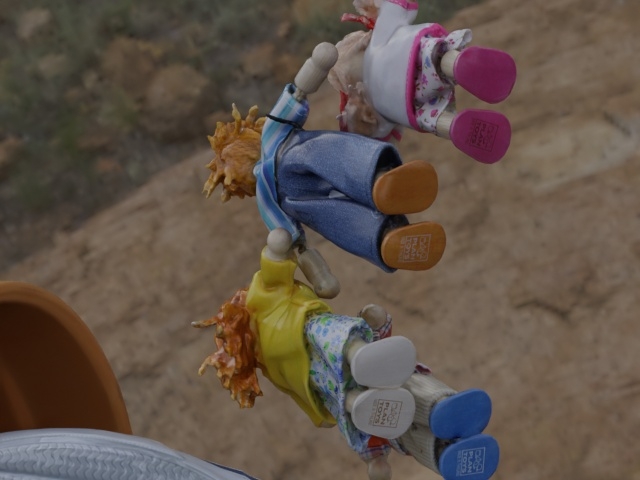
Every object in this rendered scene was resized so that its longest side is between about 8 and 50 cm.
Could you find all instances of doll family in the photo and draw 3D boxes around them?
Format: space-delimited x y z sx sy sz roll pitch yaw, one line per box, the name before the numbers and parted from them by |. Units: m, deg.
doll family | 0.000 0.000 0.819 0.118 0.263 0.163 -4 13 -29

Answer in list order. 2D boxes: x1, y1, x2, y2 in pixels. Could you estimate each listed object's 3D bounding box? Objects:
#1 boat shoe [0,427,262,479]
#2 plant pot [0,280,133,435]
boat shoe | -0.040 0.160 0.765 0.094 0.302 0.109 161 125 -73
plant pot | -0.231 0.168 0.782 0.204 0.291 0.291 -3 38 17
